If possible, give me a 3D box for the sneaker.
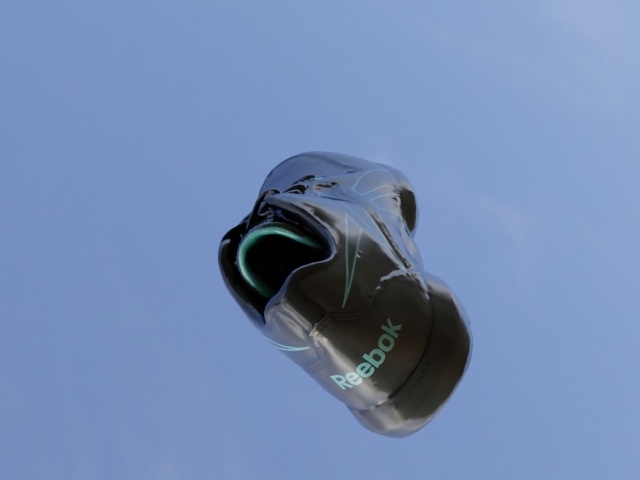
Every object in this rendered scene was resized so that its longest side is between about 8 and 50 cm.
[{"bbox_3d":[0.000,0.000,0.757,0.106,0.101,0.267,32,-169,-24],"label":"sneaker"}]
